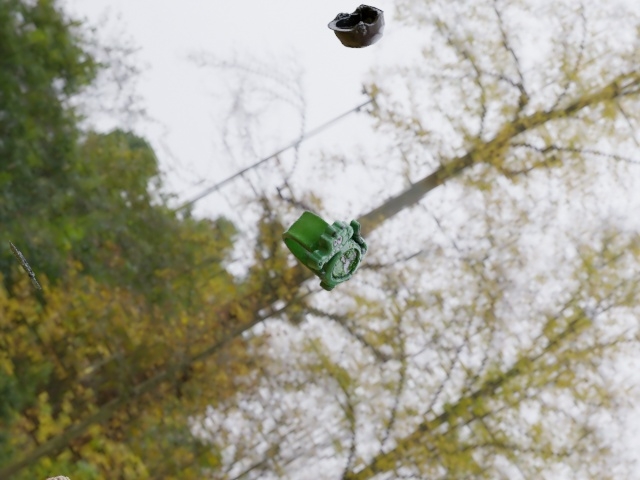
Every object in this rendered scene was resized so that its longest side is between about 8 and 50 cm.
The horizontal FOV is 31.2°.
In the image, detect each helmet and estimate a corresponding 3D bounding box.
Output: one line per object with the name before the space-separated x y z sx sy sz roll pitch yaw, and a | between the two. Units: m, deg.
helmet | 0.078 -0.429 2.343 0.098 0.123 0.070 39 -26 52

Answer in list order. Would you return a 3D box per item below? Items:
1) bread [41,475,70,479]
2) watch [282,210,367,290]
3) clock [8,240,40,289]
bread | -0.503 0.533 2.108 0.133 0.179 0.250 46 -25 18
watch | 0.000 0.000 2.244 0.152 0.131 0.165 35 -14 35
clock | -0.426 0.034 1.647 0.083 0.010 0.074 52 -14 23
